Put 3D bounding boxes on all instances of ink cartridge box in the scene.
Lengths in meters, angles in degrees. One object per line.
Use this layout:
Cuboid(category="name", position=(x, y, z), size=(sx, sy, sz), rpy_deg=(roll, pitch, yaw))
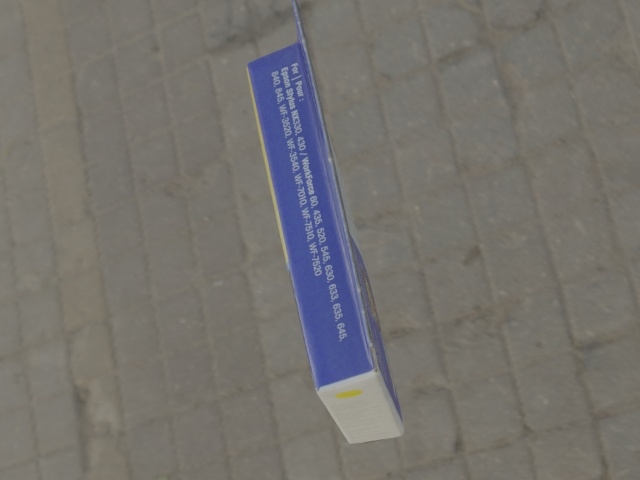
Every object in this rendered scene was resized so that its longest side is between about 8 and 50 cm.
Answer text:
Cuboid(category="ink cartridge box", position=(0.000, 0.000, 1.044), size=(0.072, 0.307, 0.303), rpy_deg=(-14, 67, 5))
